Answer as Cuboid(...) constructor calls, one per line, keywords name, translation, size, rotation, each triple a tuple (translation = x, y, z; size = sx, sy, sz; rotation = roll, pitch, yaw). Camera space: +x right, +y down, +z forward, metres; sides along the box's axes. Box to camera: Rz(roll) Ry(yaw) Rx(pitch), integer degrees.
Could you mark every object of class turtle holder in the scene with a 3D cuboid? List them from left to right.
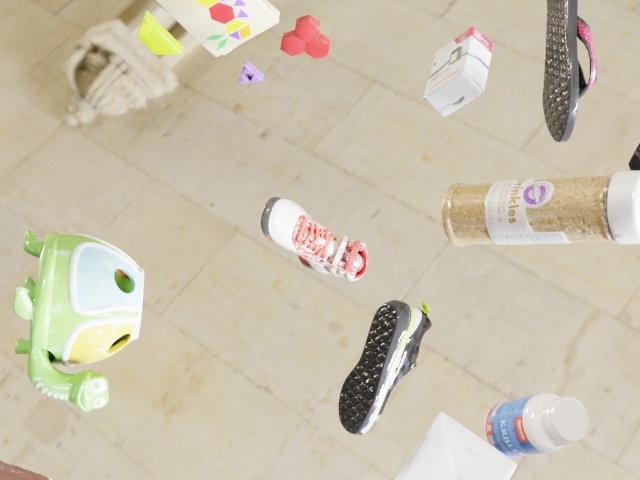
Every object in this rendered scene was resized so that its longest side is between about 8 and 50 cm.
Cuboid(name="turtle holder", translation=(-0.452, 0.132, 1.673), size=(0.320, 0.228, 0.243), rotation=(-107, -153, -56))

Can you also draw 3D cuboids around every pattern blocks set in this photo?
Cuboid(name="pattern blocks set", translation=(-0.163, -0.365, 1.371), size=(0.286, 0.026, 0.325), rotation=(-15, -40, 24))

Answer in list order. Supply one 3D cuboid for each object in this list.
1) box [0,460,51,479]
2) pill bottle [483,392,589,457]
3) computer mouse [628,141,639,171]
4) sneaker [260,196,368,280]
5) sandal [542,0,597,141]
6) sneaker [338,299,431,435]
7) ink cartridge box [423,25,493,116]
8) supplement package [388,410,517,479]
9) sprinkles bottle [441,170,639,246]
Cuboid(name="box", translation=(-0.575, 0.431, 1.248), size=(0.382, 0.191, 0.143), rotation=(-12, -31, 24))
Cuboid(name="pill bottle", translation=(0.454, 0.387, 1.873), size=(0.124, 0.124, 0.221), rotation=(44, -31, -6))
Cuboid(name="computer mouse", translation=(0.566, -0.099, 1.587), size=(0.071, 0.041, 0.242), rotation=(62, -33, 37))
Cuboid(name="sneaker", translation=(0.001, -0.001, 1.704), size=(0.145, 0.090, 0.270), rotation=(14, -16, 28))
Cuboid(name="sandal", translation=(0.247, -0.185, 0.869), size=(0.040, 0.179, 0.067), rotation=(5, -9, -9))
Cuboid(name="sneaker", translation=(0.112, 0.204, 1.397), size=(0.097, 0.234, 0.084), rotation=(17, 11, -36))
Cuboid(name="ink cartridge box", translation=(0.271, -0.331, 1.747), size=(0.063, 0.150, 0.109), rotation=(38, -43, -22))
Cuboid(name="supplement package", translation=(0.227, 0.494, 1.746), size=(0.178, 0.175, 0.293), rotation=(34, -29, 11))
Cuboid(name="sprinkles bottle", translation=(0.392, -0.050, 1.551), size=(0.356, 0.121, 0.121), rotation=(-2, -44, 37))
